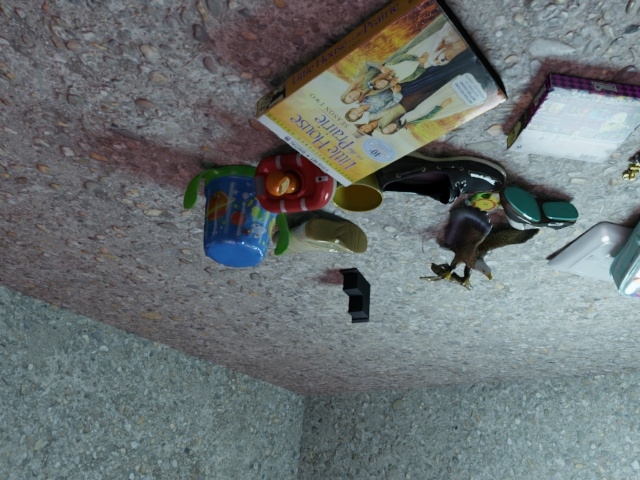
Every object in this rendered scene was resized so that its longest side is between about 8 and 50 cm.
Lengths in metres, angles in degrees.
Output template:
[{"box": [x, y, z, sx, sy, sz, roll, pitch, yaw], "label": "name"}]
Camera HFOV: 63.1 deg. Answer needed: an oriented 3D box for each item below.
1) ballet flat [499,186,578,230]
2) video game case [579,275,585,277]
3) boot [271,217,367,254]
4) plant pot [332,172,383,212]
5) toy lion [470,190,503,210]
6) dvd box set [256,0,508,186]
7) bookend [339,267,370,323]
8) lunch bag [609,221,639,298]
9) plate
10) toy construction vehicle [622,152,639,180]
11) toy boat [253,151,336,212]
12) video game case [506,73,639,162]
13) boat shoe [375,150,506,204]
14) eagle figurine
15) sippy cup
[{"box": [0.562, -0.069, 1.389, 0.281, 0.095, 0.096, 11, 148, -24], "label": "ballet flat"}, {"box": [0.928, 0.095, 1.745, 0.087, 0.011, 0.122, 1, 152, 10], "label": "video game case"}, {"box": [0.000, 0.000, 1.653, 0.262, 0.095, 0.204, 10, 164, -39], "label": "boot"}, {"box": [0.097, -0.147, 1.355, 0.134, 0.095, 0.134, 4, 151, 2], "label": "plant pot"}, {"box": [0.457, -0.112, 1.429, 0.096, 0.034, 0.100, -5, 151, 34], "label": "toy lion"}, {"box": [0.121, -0.288, 1.073, 0.421, 0.062, 0.308, -25, 139, 32], "label": "dvd box set"}, {"box": [0.127, 0.208, 1.947, 0.073, 0.157, 0.156, -8, 150, 23], "label": "bookend"}, {"box": [0.970, 0.046, 1.473, 0.224, 0.107, 0.279, 8, 129, 1], "label": "lunch bag"}, {"box": [0.907, 0.054, 1.622, 0.278, 0.045, 0.277, 12, 149, -8], "label": "plate"}, {"box": [0.785, -0.167, 1.258, 0.086, 0.035, 0.098, 5, 152, 2], "label": "toy construction vehicle"}, {"box": [-0.079, -0.143, 1.292, 0.231, 0.150, 0.151, -4, -174, 27], "label": "toy boat"}, {"box": [0.556, -0.256, 1.126, 0.232, 0.041, 0.210, 7, 152, -3], "label": "video game case"}, {"box": [0.300, -0.145, 1.304, 0.340, 0.113, 0.127, 11, 150, -10], "label": "boat shoe"}, {"box": [0.469, 0.021, 1.553, 0.226, 0.225, 0.298, -21, 143, -50], "label": "eagle figurine"}, {"box": [-0.225, -0.053, 1.455, 0.306, 0.223, 0.240, 10, 152, -8], "label": "sippy cup"}]
